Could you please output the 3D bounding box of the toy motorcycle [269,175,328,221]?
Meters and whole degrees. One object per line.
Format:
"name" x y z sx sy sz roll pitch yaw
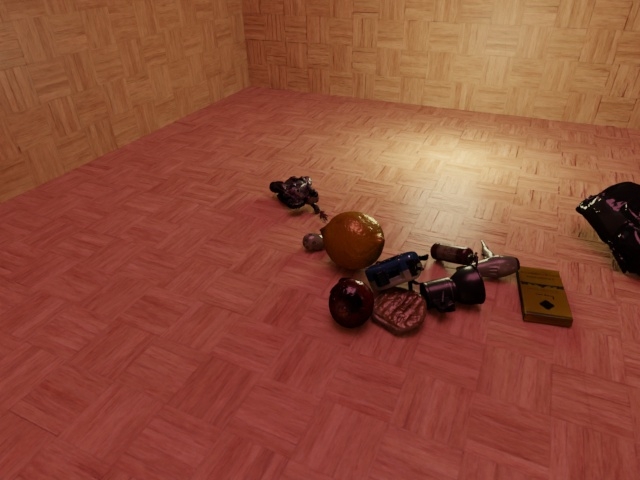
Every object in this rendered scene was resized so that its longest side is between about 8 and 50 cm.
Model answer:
"toy motorcycle" -0.087 -0.220 2.186 0.207 0.134 0.401 -23 38 -20

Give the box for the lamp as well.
"lamp" 0.443 0.183 1.573 0.227 0.147 0.172 -14 32 -5

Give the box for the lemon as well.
"lemon" 0.135 0.003 1.755 0.253 0.229 0.228 23 41 32

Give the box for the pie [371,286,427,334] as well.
"pie" 0.272 0.233 1.535 0.195 0.046 0.195 -10 44 10

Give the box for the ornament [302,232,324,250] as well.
"ornament" 0.000 0.000 1.907 0.156 0.081 0.075 -13 2 -22

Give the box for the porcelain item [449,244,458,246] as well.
"porcelain item" 0.535 0.031 1.879 0.083 0.028 0.036 4 20 6

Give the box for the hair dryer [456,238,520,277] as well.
"hair dryer" 0.621 0.082 1.783 0.229 0.092 0.267 -15 22 -10

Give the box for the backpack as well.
"backpack" 1.274 -0.060 1.800 0.363 0.255 0.446 -12 49 -14

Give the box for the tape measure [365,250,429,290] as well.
"tape measure" 0.294 0.098 1.690 0.215 0.098 0.351 -22 -2 18

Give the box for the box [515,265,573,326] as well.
"box" 0.800 0.193 1.616 0.153 0.041 0.279 8 35 12

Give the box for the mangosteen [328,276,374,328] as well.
"mangosteen" 0.107 0.203 1.521 0.166 0.166 0.180 7 17 12

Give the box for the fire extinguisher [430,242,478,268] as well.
"fire extinguisher" 0.523 0.067 1.732 0.099 0.071 0.231 -56 29 -11
